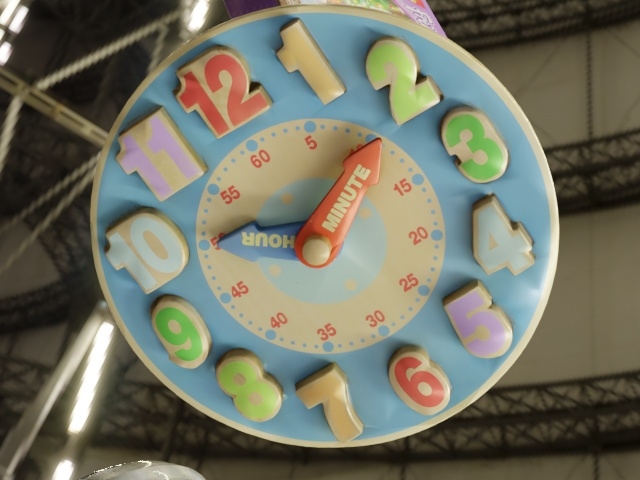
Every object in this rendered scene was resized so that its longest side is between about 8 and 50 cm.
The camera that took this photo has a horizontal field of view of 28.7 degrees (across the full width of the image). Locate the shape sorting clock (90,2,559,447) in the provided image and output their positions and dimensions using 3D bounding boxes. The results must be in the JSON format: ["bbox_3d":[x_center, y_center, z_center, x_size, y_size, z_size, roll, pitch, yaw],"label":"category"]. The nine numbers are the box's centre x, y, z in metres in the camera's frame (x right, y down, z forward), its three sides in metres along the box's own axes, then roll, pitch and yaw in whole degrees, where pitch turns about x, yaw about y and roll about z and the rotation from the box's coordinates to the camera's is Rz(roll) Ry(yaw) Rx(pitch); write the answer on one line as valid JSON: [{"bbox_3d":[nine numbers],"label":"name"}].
[{"bbox_3d":[0.000,0.000,0.546,0.206,0.206,0.040,-50,-175,18],"label":"shape sorting clock"}]

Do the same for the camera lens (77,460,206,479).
[{"bbox_3d":[-0.106,0.309,0.871,0.274,0.219,0.219,43,-78,31],"label":"camera lens"}]

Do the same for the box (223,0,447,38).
[{"bbox_3d":[0.034,-0.141,1.010,0.057,0.201,0.293,-52,-141,29],"label":"box"}]
